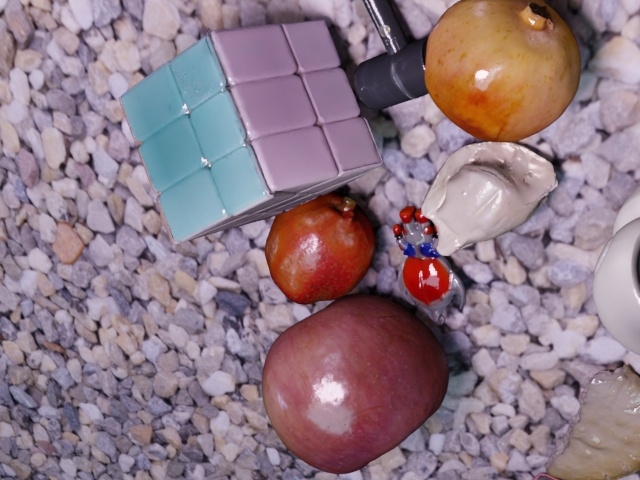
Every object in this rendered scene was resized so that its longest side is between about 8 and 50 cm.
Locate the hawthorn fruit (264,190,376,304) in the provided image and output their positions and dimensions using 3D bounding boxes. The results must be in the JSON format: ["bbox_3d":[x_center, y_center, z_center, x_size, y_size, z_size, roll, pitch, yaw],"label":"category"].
[{"bbox_3d":[0.000,0.000,1.790,0.169,0.169,0.188,29,136,7],"label":"hawthorn fruit"}]

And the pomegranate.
[{"bbox_3d":[0.222,-0.215,1.467,0.191,0.191,0.191,16,132,19],"label":"pomegranate"}]

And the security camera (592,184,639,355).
[{"bbox_3d":[0.439,0.048,1.510,0.194,0.236,0.194,19,134,20],"label":"security camera"}]

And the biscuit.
[{"bbox_3d":[0.447,0.302,1.853,0.141,0.038,0.290,25,134,11],"label":"biscuit"}]

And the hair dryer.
[{"bbox_3d":[0.076,-0.282,1.580,0.124,0.071,0.219,-13,111,38],"label":"hair dryer"}]

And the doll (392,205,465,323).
[{"bbox_3d":[0.158,0.041,1.798,0.104,0.062,0.195,-9,114,15],"label":"doll"}]

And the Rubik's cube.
[{"bbox_3d":[-0.096,-0.149,1.615,0.231,0.221,0.224,-24,85,46],"label":"Rubik's cube"}]

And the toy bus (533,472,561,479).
[{"bbox_3d":[0.496,0.570,1.935,0.427,0.203,0.233,24,139,13],"label":"toy bus"}]

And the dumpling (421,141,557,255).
[{"bbox_3d":[0.220,-0.065,1.641,0.199,0.118,0.136,-39,87,17],"label":"dumpling"}]

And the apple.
[{"bbox_3d":[0.047,0.213,1.836,0.235,0.306,0.306,52,135,6],"label":"apple"}]
